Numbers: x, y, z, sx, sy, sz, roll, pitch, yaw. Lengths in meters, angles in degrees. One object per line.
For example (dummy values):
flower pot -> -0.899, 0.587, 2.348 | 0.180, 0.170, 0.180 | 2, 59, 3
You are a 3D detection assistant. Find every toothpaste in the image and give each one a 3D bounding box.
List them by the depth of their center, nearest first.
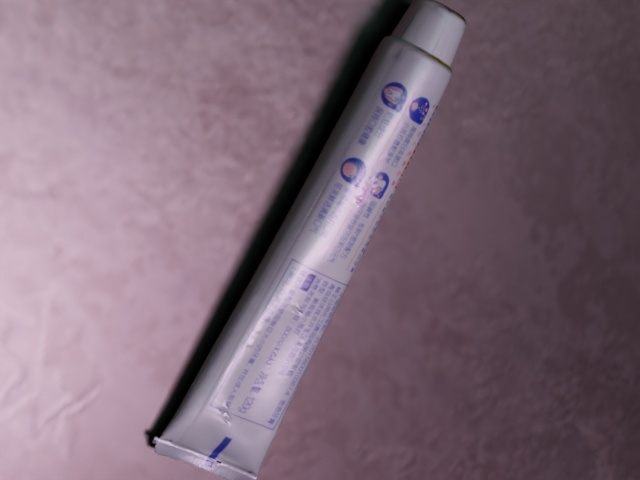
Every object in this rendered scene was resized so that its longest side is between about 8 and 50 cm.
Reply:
toothpaste -> 0.000, 0.000, 0.615 | 0.052, 0.033, 0.218 | 27, 91, -30
